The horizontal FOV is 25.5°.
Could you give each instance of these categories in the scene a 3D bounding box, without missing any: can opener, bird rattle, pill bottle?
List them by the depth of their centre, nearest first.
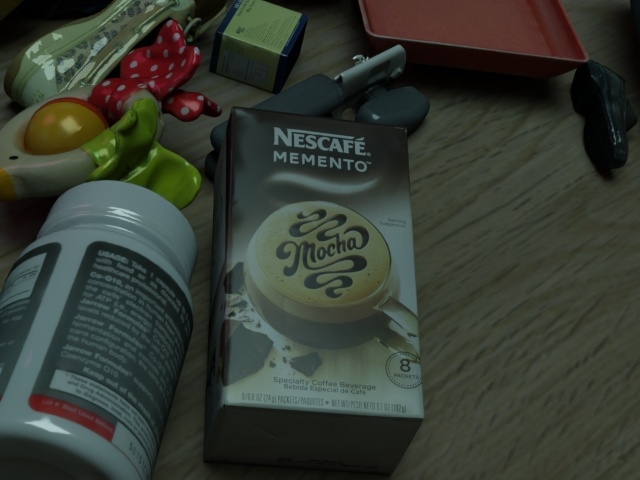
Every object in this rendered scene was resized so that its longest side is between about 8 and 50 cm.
[{"bbox_3d":[-0.191,0.094,1.139,0.161,0.161,0.283,14,44,-2],"label":"pill bottle"},{"bbox_3d":[-0.207,-0.110,1.317,0.207,0.143,0.253,-9,41,5],"label":"bird rattle"},{"bbox_3d":[0.003,-0.130,1.478,0.280,0.074,0.093,-27,58,-34],"label":"can opener"}]

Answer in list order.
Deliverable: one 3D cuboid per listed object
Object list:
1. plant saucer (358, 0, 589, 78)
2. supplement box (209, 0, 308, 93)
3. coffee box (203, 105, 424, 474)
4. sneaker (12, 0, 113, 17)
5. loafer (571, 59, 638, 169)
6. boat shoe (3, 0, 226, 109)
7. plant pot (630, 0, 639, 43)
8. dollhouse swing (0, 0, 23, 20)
[{"bbox_3d":[0.159,-0.271,1.660,0.259,0.047,0.259,5,36,-11],"label":"plant saucer"},{"bbox_3d":[-0.068,-0.218,1.559,0.083,0.056,0.083,19,44,4],"label":"supplement box"},{"bbox_3d":[-0.010,0.041,1.235,0.168,0.119,0.297,5,56,-10],"label":"coffee box"},{"bbox_3d":[-0.250,-0.294,1.569,0.211,0.080,0.081,6,48,-11],"label":"sneaker"},{"bbox_3d":[0.330,-0.142,1.591,0.061,0.062,0.170,10,45,-12],"label":"loafer"},{"bbox_3d":[-0.195,-0.202,1.487,0.285,0.104,0.089,-37,72,-26],"label":"boat shoe"},{"bbox_3d":[0.484,-0.264,1.629,0.272,0.271,0.255,12,59,-4],"label":"plant pot"},{"bbox_3d":[-0.520,-0.301,1.481,0.347,0.305,0.315,43,16,28],"label":"dollhouse swing"}]
